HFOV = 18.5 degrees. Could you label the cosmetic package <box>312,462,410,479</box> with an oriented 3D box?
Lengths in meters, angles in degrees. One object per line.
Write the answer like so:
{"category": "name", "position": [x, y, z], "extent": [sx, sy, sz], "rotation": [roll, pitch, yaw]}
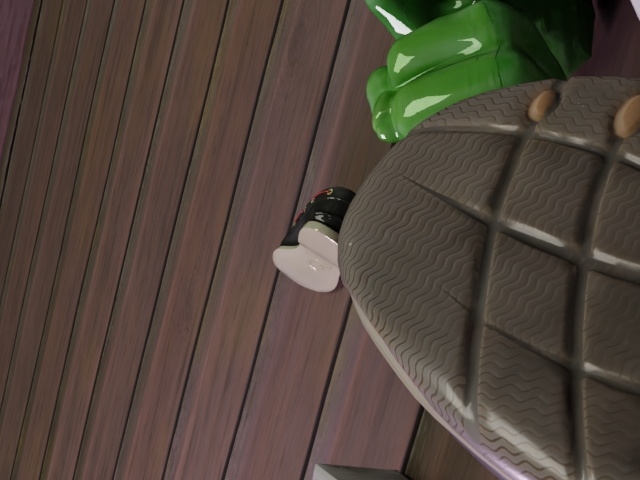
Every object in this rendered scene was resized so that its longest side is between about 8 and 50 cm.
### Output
{"category": "cosmetic package", "position": [0.016, 0.258, 1.151], "extent": [0.099, 0.060, 0.239], "rotation": [-162, 80, -71]}

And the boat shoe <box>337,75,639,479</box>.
{"category": "boat shoe", "position": [0.149, 0.076, 0.489], "extent": [0.355, 0.132, 0.130], "rotation": [30, 153, 34]}

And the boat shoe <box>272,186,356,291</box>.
{"category": "boat shoe", "position": [0.002, 0.001, 1.339], "extent": [0.042, 0.049, 0.133], "rotation": [-59, 2, -21]}

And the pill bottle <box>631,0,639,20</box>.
{"category": "pill bottle", "position": [0.196, -0.084, 0.591], "extent": [0.272, 0.152, 0.152], "rotation": [-143, 63, -69]}

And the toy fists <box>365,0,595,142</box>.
{"category": "toy fists", "position": [0.077, -0.090, 0.945], "extent": [0.142, 0.096, 0.279], "rotation": [53, -152, -52]}
